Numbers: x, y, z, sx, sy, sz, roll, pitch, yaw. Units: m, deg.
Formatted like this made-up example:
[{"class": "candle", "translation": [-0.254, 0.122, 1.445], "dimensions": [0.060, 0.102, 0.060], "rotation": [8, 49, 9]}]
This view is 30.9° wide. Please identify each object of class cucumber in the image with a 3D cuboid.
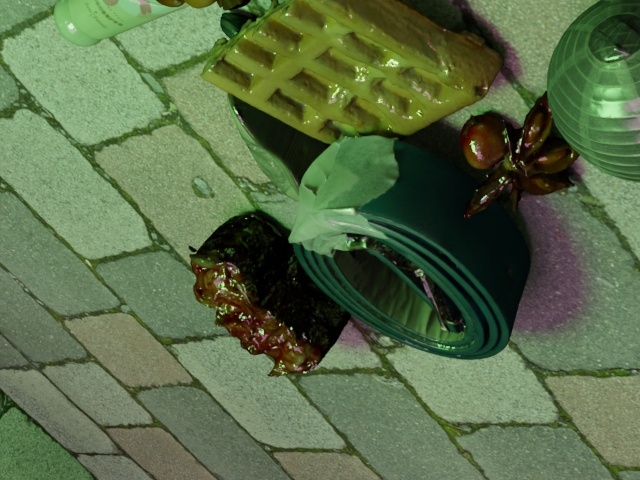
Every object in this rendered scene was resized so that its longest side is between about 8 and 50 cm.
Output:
[{"class": "cucumber", "translation": [-0.107, -0.307, 1.722], "dimensions": [0.105, 0.048, 0.048], "rotation": [29, 147, 8]}]

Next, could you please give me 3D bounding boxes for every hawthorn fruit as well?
[{"class": "hawthorn fruit", "translation": [0.231, -0.139, 1.631], "dimensions": [0.077, 0.077, 0.077], "rotation": [23, 146, 16]}]

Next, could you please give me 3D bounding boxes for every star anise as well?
[{"class": "star anise", "translation": [0.298, -0.105, 1.592], "dimensions": [0.157, 0.053, 0.212], "rotation": [8, 120, -16]}]

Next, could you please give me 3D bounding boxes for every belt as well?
[{"class": "belt", "translation": [0.138, 0.022, 1.774], "dimensions": [0.300, 0.173, 0.436], "rotation": [-5, 139, 40]}]

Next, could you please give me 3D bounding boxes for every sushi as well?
[{"class": "sushi", "translation": [-0.099, 0.093, 2.119], "dimensions": [0.343, 0.182, 0.196], "rotation": [41, 140, -17]}]

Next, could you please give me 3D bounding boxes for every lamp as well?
[{"class": "lamp", "translation": [0.381, -0.178, 1.297], "dimensions": [0.265, 0.233, 0.233], "rotation": [31, 153, 41]}]

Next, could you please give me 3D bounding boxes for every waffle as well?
[{"class": "waffle", "translation": [0.039, -0.236, 1.600], "dimensions": [0.304, 0.077, 0.348], "rotation": [28, 154, -23]}]

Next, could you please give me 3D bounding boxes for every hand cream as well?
[{"class": "hand cream", "translation": [-0.286, -0.383, 1.759], "dimensions": [0.306, 0.093, 0.147], "rotation": [-18, 119, 39]}]

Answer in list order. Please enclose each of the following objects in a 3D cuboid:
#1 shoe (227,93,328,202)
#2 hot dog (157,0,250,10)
[{"class": "shoe", "translation": [-0.066, -0.154, 1.843], "dimensions": [0.098, 0.103, 0.275], "rotation": [12, 142, 52]}, {"class": "hot dog", "translation": [-0.220, -0.426, 1.533], "dimensions": [0.326, 0.107, 0.194], "rotation": [59, 165, -21]}]
